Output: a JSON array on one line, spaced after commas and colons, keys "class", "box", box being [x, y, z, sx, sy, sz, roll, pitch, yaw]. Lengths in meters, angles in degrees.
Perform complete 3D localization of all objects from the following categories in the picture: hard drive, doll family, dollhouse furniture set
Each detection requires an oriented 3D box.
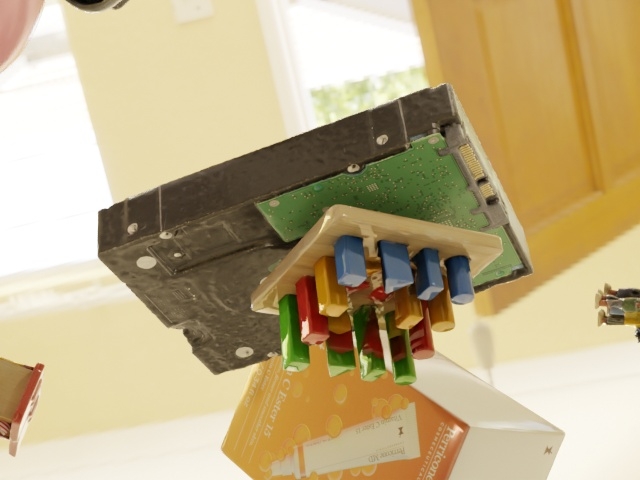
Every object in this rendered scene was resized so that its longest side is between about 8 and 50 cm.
[{"class": "hard drive", "box": [0.000, 0.000, 1.159, 0.339, 0.237, 0.064, -19, -129, 16]}, {"class": "doll family", "box": [0.444, 0.097, 1.748, 0.111, 0.076, 0.193, 3, -170, 20]}, {"class": "dollhouse furniture set", "box": [-0.581, 0.333, 1.919, 0.201, 0.152, 0.374, 21, -122, -4]}]

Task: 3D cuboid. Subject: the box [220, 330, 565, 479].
[{"class": "box", "box": [0.071, 0.232, 1.458, 0.168, 0.215, 0.345, 12, -168, -42]}]

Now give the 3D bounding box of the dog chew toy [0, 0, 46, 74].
[{"class": "dog chew toy", "box": [-0.345, -0.160, 0.798, 0.332, 0.206, 0.207, -24, -164, -26]}]

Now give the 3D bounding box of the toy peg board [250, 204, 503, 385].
[{"class": "toy peg board", "box": [0.049, 0.056, 1.062, 0.161, 0.079, 0.160, 10, 146, -26]}]

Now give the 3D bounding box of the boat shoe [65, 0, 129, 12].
[{"class": "boat shoe", "box": [-0.190, -0.370, 1.160, 0.156, 0.187, 0.500, -45, 172, -22]}]
